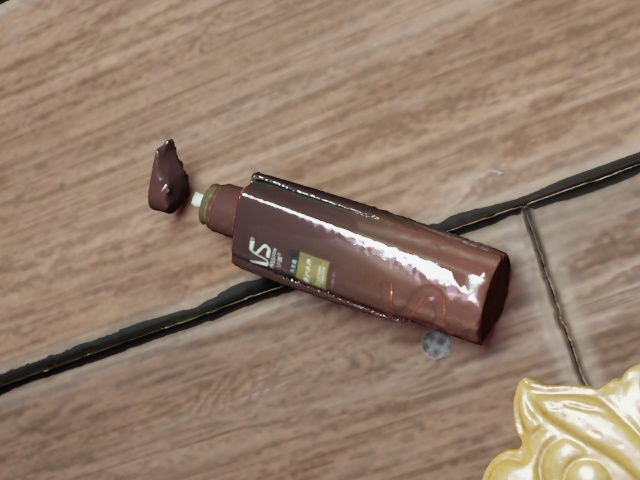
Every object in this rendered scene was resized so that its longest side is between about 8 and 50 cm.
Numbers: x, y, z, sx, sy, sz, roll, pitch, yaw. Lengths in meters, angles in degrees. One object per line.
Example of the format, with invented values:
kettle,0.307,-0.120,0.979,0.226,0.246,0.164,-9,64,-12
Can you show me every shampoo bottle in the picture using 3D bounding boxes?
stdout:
shampoo bottle,0.000,-0.001,0.820,0.236,0.067,0.068,18,102,18

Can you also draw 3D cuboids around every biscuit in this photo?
biscuit,0.166,0.167,0.781,0.162,0.035,0.250,32,99,21
